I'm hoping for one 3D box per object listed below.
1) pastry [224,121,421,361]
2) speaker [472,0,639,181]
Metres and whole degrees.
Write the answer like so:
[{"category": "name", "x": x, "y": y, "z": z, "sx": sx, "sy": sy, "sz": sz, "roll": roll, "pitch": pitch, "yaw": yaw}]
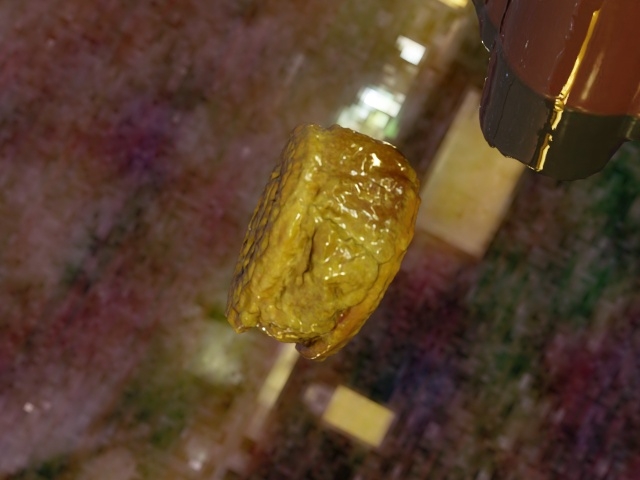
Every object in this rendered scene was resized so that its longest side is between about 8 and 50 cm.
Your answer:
[{"category": "pastry", "x": 0.000, "y": 0.000, "z": 0.694, "sx": 0.109, "sy": 0.057, "sz": 0.097, "roll": -127, "pitch": 59, "yaw": -80}, {"category": "speaker", "x": 0.207, "y": -0.160, "z": 0.833, "sx": 0.329, "sy": 0.259, "sz": 0.198, "roll": 92, "pitch": -170, "yaw": -49}]
